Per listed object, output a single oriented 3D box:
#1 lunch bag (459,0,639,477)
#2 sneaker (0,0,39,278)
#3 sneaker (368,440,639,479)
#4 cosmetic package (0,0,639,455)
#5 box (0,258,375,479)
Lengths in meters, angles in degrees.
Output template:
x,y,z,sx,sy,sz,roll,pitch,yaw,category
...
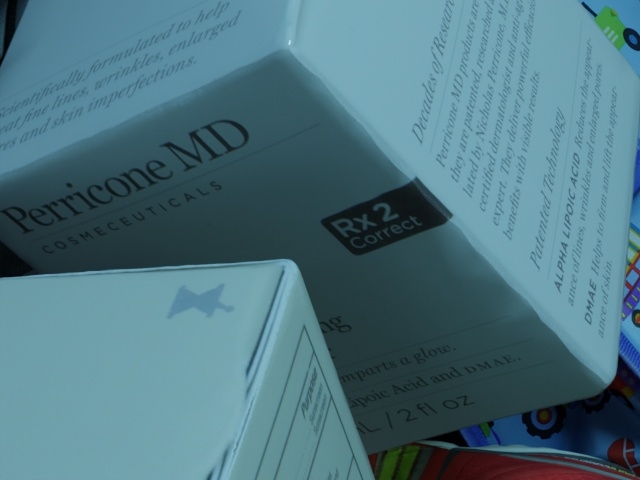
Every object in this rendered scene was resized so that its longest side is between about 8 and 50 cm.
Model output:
x,y,z,sx,sy,sz,roll,pitch,yaw,category
0.109,-0.032,0.926,0.293,0.138,0.221,52,44,-9,lunch bag
-0.073,0.003,0.766,0.132,0.086,0.229,26,62,-39,sneaker
0.027,0.120,0.766,0.279,0.118,0.107,-3,89,-20,sneaker
0.001,-0.038,0.694,0.183,0.151,0.151,43,42,-32,cosmetic package
-0.036,0.167,0.636,0.148,0.121,0.311,-69,149,-48,box
